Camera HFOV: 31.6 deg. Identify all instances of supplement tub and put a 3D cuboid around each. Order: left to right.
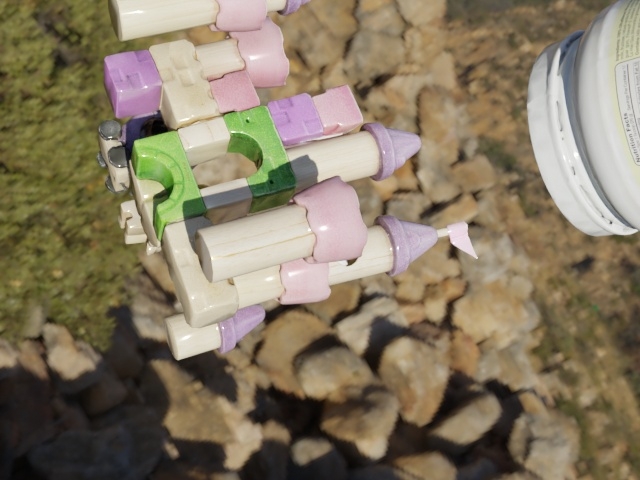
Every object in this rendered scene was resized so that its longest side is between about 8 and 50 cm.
[{"bbox_3d":[0.376,-0.129,1.010,0.235,0.325,0.235,16,68,-45],"label":"supplement tub"}]

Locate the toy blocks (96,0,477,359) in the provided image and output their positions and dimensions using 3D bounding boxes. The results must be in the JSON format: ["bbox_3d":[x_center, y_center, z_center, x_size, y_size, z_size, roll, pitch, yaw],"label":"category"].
[{"bbox_3d":[-0.034,-0.070,1.011,0.260,0.309,0.288,-16,71,-19],"label":"toy blocks"}]

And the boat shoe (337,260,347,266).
[{"bbox_3d":[0.000,0.000,1.496,0.100,0.035,0.035,54,-16,-20],"label":"boat shoe"}]
